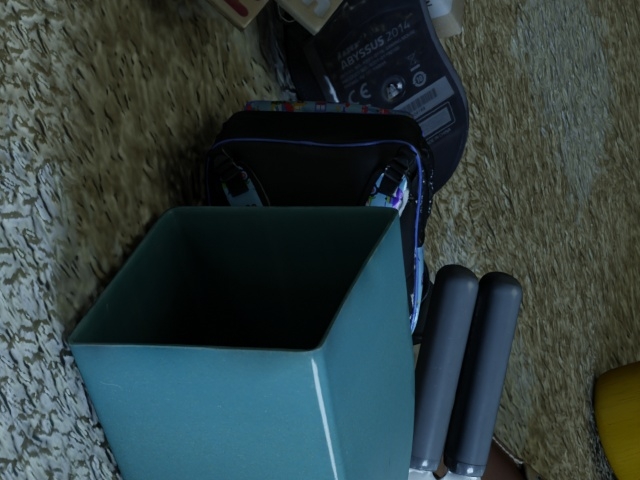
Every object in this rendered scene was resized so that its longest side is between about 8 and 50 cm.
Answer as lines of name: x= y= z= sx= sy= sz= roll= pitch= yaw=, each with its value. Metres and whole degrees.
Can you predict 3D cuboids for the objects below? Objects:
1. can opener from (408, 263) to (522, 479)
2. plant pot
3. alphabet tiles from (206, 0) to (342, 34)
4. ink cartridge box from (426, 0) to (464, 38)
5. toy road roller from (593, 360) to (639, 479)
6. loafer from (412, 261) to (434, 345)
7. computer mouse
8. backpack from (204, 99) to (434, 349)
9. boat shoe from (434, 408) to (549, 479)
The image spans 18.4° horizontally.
can opener: x=0.091 y=0.154 z=1.554 sx=0.093 sy=0.074 sz=0.280 roll=-134 pitch=-126 yaw=-69
plant pot: x=-0.032 y=0.119 z=1.274 sx=0.165 sy=0.166 sz=0.234 roll=-58 pitch=143 yaw=-53
alphabet tiles: x=-0.038 y=-0.258 z=1.372 sx=0.198 sy=0.009 sz=0.237 roll=42 pitch=55 yaw=-10
ink cartridge box: x=0.045 y=-0.300 z=1.606 sx=0.234 sy=0.088 sz=0.193 roll=50 pitch=40 yaw=-50
toy road roller: x=0.397 y=0.263 z=2.096 sx=0.240 sy=0.202 sz=0.329 roll=46 pitch=38 yaw=-34
loafer: x=0.053 y=0.041 z=1.549 sx=0.223 sy=0.078 sz=0.076 roll=27 pitch=61 yaw=-60
computer mouse: x=0.038 y=-0.152 z=1.526 sx=0.188 sy=0.072 sz=0.272 roll=-30 pitch=124 yaw=-19
backpack: x=0.000 y=0.000 z=1.371 sx=0.117 sy=0.158 sz=0.173 roll=-79 pitch=169 yaw=-69
boat shoe: x=0.181 y=0.248 z=1.724 sx=0.324 sy=0.116 sz=0.123 roll=56 pitch=37 yaw=-45
